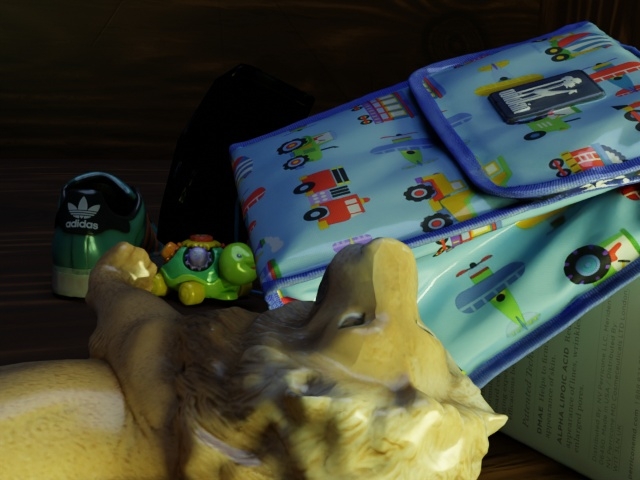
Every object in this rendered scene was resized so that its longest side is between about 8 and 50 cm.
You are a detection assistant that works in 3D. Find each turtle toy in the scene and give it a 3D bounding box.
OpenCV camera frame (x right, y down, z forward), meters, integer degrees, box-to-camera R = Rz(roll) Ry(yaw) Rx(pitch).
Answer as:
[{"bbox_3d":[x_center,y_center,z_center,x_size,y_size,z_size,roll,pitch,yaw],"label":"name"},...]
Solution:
[{"bbox_3d":[-0.115,0.029,1.109,0.130,0.066,0.095,10,11,39],"label":"turtle toy"}]

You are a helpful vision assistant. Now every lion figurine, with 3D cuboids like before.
[{"bbox_3d":[-0.138,0.087,0.453,0.392,0.142,0.240,-13,20,-18],"label":"lion figurine"}]

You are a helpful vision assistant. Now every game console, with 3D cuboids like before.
[{"bbox_3d":[-0.028,-0.062,1.246,0.361,0.213,0.044,17,12,-48],"label":"game console"}]

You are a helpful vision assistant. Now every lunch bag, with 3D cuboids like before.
[{"bbox_3d":[0.108,-0.032,0.660,0.293,0.138,0.221,-27,26,2],"label":"lunch bag"}]

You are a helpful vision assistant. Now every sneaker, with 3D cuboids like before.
[{"bbox_3d":[-0.234,-0.020,1.207,0.108,0.121,0.302,3,8,-3],"label":"sneaker"}]

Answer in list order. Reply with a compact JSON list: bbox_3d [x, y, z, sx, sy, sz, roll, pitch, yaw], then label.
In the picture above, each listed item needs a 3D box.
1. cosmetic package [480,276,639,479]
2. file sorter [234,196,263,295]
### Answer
[{"bbox_3d":[0.193,0.049,0.805,0.217,0.156,0.385,-1,8,-26],"label":"cosmetic package"},{"bbox_3d":[0.000,0.000,1.179,0.170,0.118,0.104,-3,8,-36],"label":"file sorter"}]
